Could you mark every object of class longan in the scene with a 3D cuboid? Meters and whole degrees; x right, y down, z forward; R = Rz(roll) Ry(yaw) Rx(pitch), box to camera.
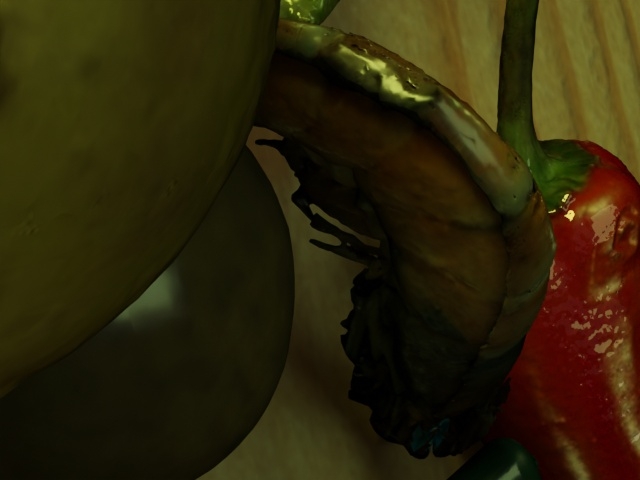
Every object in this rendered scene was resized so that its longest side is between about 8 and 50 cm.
[{"bbox_3d":[-0.106,0.014,0.684,0.204,0.159,0.185,0,75,-33],"label":"longan"}]

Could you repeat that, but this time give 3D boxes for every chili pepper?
[{"bbox_3d":[0.107,0.017,0.900,0.134,0.131,0.338,-37,113,-22],"label":"chili pepper"}]

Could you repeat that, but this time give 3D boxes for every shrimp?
[{"bbox_3d":[0.000,0.000,0.797,0.054,0.222,0.290,-54,158,-26],"label":"shrimp"}]

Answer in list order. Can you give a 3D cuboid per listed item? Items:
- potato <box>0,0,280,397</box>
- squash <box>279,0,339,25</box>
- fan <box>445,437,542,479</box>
[{"bbox_3d":[-0.149,-0.145,0.501,0.319,0.385,0.442,19,54,-35],"label":"potato"},{"bbox_3d":[-0.057,-0.190,0.766,0.191,0.085,0.184,21,38,0],"label":"squash"},{"bbox_3d":[0.045,0.151,0.831,0.155,0.039,0.082,-41,121,-15],"label":"fan"}]
